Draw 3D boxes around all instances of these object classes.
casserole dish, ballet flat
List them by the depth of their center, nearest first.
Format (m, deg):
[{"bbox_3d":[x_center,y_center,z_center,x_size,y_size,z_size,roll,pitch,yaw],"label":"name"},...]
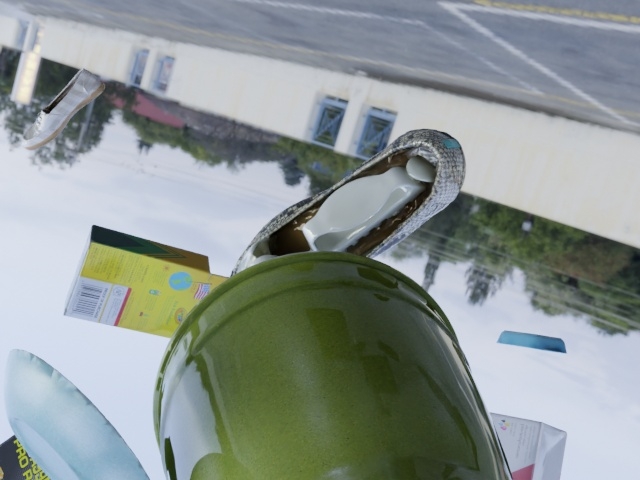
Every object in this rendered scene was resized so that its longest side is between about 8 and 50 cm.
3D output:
[{"bbox_3d":[0.000,0.000,1.035,0.164,0.482,0.182,55,-162,9],"label":"ballet flat"},{"bbox_3d":[0.499,0.239,1.659,0.114,0.037,0.188,11,173,-17],"label":"casserole dish"}]

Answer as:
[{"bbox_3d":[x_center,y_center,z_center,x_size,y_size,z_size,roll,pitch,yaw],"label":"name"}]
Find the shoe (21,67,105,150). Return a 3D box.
[{"bbox_3d":[-0.564,-0.283,1.507,0.076,0.219,0.058,43,175,47],"label":"shoe"}]

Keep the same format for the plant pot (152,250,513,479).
[{"bbox_3d":[0.023,0.236,0.648,0.366,0.367,0.353,16,-167,-14],"label":"plant pot"}]

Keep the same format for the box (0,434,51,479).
[{"bbox_3d":[-0.505,0.471,1.314,0.270,0.216,0.060,59,-173,29],"label":"box"}]

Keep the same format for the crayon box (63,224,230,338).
[{"bbox_3d":[-0.382,0.106,1.564,0.318,0.202,0.081,18,-156,-23],"label":"crayon box"}]

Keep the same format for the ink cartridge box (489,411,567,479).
[{"bbox_3d":[0.222,0.292,0.950,0.067,0.115,0.198,25,162,-34],"label":"ink cartridge box"}]

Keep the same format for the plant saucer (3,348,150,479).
[{"bbox_3d":[-0.225,0.183,0.619,0.194,0.195,0.037,23,-134,31],"label":"plant saucer"}]
